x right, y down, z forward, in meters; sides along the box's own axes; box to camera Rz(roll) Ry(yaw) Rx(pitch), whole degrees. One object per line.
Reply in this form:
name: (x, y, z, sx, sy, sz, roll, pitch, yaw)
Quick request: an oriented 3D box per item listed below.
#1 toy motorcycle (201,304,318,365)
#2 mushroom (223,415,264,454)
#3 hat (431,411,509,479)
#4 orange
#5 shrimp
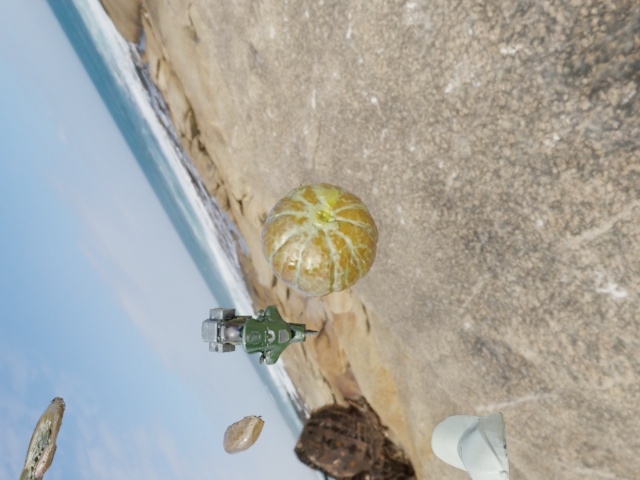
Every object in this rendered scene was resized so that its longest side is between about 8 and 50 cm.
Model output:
toy motorcycle: (-0.154, 0.205, 1.128, 0.187, 0.274, 0.125, 9, -101, -59)
mushroom: (-0.264, 0.647, 1.669, 0.209, 0.072, 0.094, -37, 46, 38)
hat: (0.505, 0.718, 1.710, 0.301, 0.168, 0.258, -5, 92, 40)
orange: (0.000, 0.000, 1.418, 0.329, 0.329, 0.249, 55, 166, 20)
shrimp: (-0.704, 0.532, 1.297, 0.058, 0.254, 0.173, 22, 160, -34)
